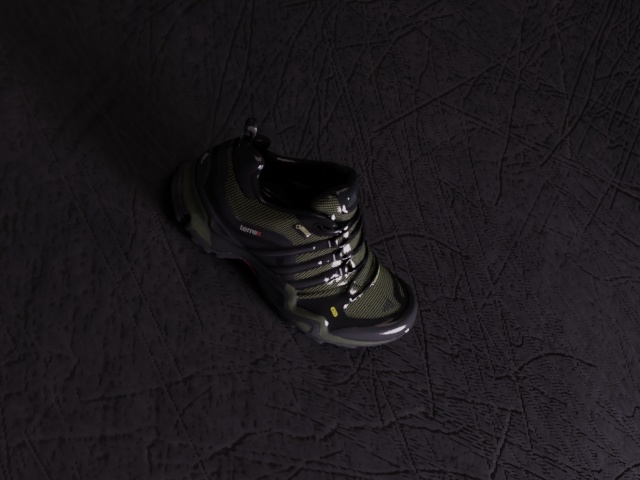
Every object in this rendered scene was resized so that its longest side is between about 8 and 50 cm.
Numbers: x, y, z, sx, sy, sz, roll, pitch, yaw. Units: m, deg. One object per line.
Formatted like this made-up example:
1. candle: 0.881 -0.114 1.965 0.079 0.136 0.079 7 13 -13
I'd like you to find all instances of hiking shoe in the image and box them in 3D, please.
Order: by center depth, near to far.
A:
1. hiking shoe: 0.000 0.000 1.448 0.227 0.114 0.086 34 47 -24
